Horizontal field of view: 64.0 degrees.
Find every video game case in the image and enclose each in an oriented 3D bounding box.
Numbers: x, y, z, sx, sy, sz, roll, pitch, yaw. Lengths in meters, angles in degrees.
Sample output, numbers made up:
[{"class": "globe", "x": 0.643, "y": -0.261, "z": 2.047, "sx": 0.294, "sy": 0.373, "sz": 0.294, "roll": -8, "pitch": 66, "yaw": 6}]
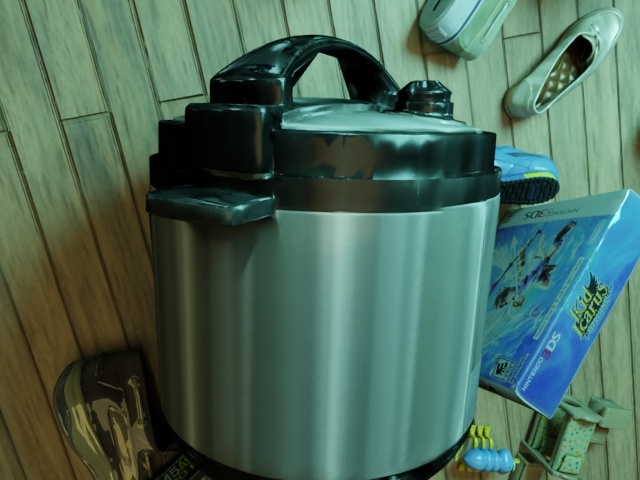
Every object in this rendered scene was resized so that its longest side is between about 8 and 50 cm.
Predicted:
[{"class": "video game case", "x": 0.267, "y": 0.069, "z": 0.672, "sx": 0.061, "sy": 0.244, "sz": 0.270, "roll": 36, "pitch": 80, "yaw": -8}]

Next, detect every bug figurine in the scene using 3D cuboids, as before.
[{"class": "bug figurine", "x": 0.247, "y": 0.267, "z": 0.823, "sx": 0.216, "sy": 0.072, "sz": 0.279, "roll": 6, "pitch": 100, "yaw": -13}]

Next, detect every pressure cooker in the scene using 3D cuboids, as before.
[{"class": "pressure cooker", "x": 0.006, "y": 0.001, "z": 0.566, "sx": 0.375, "sy": 0.370, "sz": 0.421, "roll": -2, "pitch": 105, "yaw": -15}]

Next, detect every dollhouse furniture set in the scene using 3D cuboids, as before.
[{"class": "dollhouse furniture set", "x": 0.441, "y": 0.366, "z": 0.868, "sx": 0.160, "sy": 0.101, "sz": 0.182, "roll": 12, "pitch": 99, "yaw": -14}]

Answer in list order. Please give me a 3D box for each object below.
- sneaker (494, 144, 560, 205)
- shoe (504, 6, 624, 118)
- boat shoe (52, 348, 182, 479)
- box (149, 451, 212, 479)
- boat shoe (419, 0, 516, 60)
[{"class": "sneaker", "x": 0.242, "y": -0.102, "z": 0.760, "sx": 0.209, "sy": 0.082, "sz": 0.069, "roll": 2, "pitch": 141, "yaw": 2}, {"class": "shoe", "x": 0.368, "y": -0.257, "z": 0.748, "sx": 0.219, "sy": 0.058, "sz": 0.076, "roll": -44, "pitch": 106, "yaw": -1}, {"class": "boat shoe", "x": -0.227, "y": 0.310, "z": 0.703, "sx": 0.130, "sy": 0.132, "sz": 0.355, "roll": -23, "pitch": 106, "yaw": -6}, {"class": "box", "x": -0.112, "y": 0.355, "z": 0.702, "sx": 0.270, "sy": 0.060, "sz": 0.216, "roll": -39, "pitch": 119, "yaw": -28}, {"class": "boat shoe", "x": 0.248, "y": -0.389, "z": 0.686, "sx": 0.094, "sy": 0.109, "sz": 0.302, "roll": 27, "pitch": 104, "yaw": -31}]
